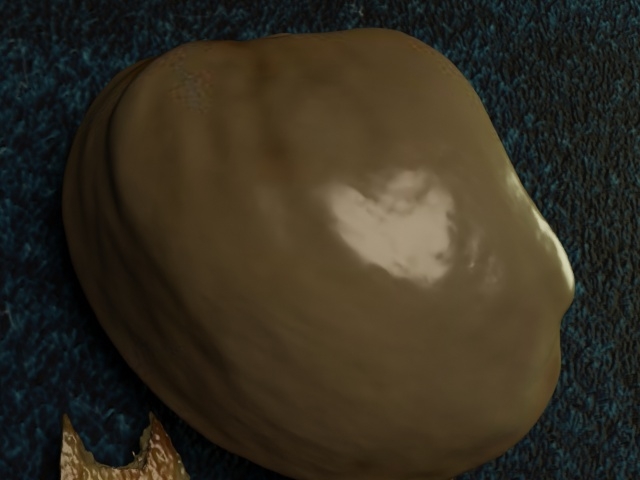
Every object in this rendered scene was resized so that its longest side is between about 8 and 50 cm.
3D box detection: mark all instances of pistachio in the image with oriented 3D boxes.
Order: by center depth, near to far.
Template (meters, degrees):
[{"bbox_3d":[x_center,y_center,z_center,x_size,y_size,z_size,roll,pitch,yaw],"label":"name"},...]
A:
[{"bbox_3d":[0.000,0.000,1.097,0.445,0.281,0.365,34,88,4],"label":"pistachio"}]

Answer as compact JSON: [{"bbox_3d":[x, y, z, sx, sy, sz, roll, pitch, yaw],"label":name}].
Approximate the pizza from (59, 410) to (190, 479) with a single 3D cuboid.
[{"bbox_3d":[-0.149,0.256,1.052,0.181,0.034,0.262,-16,80,-34],"label":"pizza"}]
